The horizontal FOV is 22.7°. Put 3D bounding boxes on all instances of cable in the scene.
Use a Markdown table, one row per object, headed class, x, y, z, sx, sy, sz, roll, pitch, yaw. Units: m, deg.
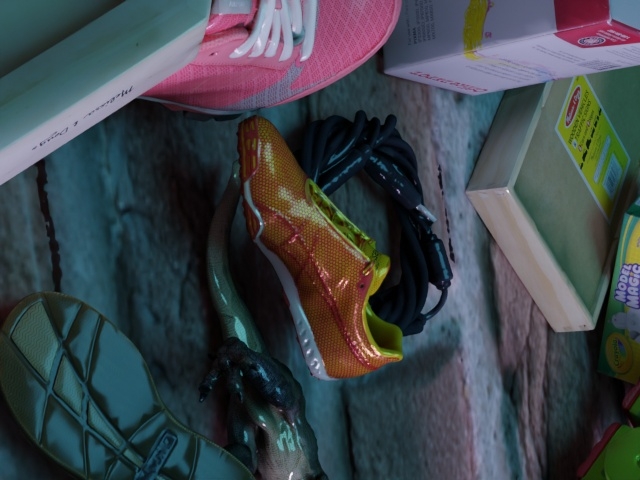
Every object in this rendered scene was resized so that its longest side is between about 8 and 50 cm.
| class | x | y | z | sx | sy | sz | roll | pitch | yaw |
| --- | --- | --- | --- | --- | --- | --- | --- | --- | --- |
| cable | 0.029 | -0.009 | 1.017 | 0.184 | 0.047 | 0.151 | -2 | 88 | -57 |

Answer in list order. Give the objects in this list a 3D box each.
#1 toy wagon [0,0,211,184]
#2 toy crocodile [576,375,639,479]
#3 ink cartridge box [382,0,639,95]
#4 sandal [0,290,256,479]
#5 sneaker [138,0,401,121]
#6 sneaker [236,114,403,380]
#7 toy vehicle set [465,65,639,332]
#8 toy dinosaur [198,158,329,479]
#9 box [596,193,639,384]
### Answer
| class | x | y | z | sx | sy | sz | roll | pitch | yaw |
| --- | --- | --- | --- | --- | --- | --- | --- | --- | --- |
| toy wagon | -0.189 | -0.187 | 0.637 | 0.267 | 0.068 | 0.344 | -36 | 82 | -20 |
| toy crocodile | 0.281 | 0.147 | 1.267 | 0.340 | 0.105 | 0.115 | -51 | 142 | -17 |
| ink cartridge box | 0.142 | -0.180 | 1.095 | 0.128 | 0.176 | 0.127 | 6 | 78 | -54 |
| sandal | -0.103 | 0.101 | 0.820 | 0.180 | 0.049 | 0.072 | 46 | 65 | -24 |
| sneaker | -0.060 | -0.110 | 0.786 | 0.313 | 0.136 | 0.116 | -9 | 101 | -39 |
| sneaker | 0.000 | 0.000 | 0.903 | 0.064 | 0.067 | 0.175 | -89 | 157 | -57 |
| toy vehicle set | 0.205 | -0.080 | 1.284 | 0.166 | 0.035 | 0.267 | 55 | 45 | -34 |
| toy dinosaur | -0.036 | 0.095 | 0.909 | 0.118 | 0.064 | 0.268 | -41 | 117 | -69 |
| box | 0.272 | 0.037 | 1.313 | 0.105 | 0.043 | 0.179 | -41 | 141 | -49 |
